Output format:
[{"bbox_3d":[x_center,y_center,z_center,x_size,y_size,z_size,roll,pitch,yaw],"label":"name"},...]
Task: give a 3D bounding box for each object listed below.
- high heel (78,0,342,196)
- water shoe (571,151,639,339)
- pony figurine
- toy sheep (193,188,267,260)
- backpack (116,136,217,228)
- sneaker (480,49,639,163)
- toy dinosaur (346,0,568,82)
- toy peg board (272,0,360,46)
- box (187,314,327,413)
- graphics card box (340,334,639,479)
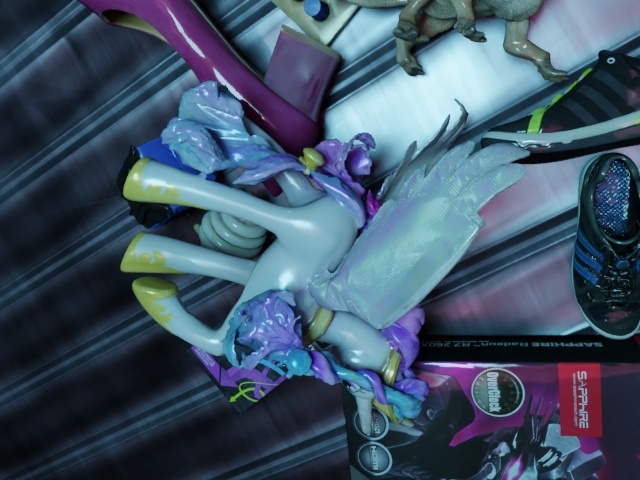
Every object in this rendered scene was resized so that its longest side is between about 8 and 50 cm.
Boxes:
[{"bbox_3d":[-0.174,-0.200,0.687,0.377,0.127,0.182,24,97,6],"label":"high heel"},{"bbox_3d":[0.302,0.011,0.621,0.072,0.080,0.203,-6,96,18],"label":"water shoe"},{"bbox_3d":[0.000,0.000,0.587,0.363,0.303,0.351,28,111,0],"label":"pony figurine"},{"bbox_3d":[-0.112,-0.008,0.742,0.091,0.091,0.132,37,123,6],"label":"toy sheep"},{"bbox_3d":[-0.193,-0.069,0.744,0.120,0.101,0.098,-25,90,52],"label":"backpack"},{"bbox_3d":[0.281,-0.141,0.610,0.234,0.084,0.097,-9,86,12],"label":"sneaker"},{"bbox_3d":[0.159,-0.276,0.587,0.295,0.127,0.201,11,88,33],"label":"toy dinosaur"},{"bbox_3d":[-0.010,-0.327,0.643,0.160,0.079,0.161,44,110,3],"label":"toy peg board"},{"bbox_3d":[-0.086,0.143,0.794,0.162,0.029,0.116,-41,89,19],"label":"box"},{"bbox_3d":[0.216,0.230,0.693,0.370,0.094,0.233,-2,101,17],"label":"graphics card box"}]
